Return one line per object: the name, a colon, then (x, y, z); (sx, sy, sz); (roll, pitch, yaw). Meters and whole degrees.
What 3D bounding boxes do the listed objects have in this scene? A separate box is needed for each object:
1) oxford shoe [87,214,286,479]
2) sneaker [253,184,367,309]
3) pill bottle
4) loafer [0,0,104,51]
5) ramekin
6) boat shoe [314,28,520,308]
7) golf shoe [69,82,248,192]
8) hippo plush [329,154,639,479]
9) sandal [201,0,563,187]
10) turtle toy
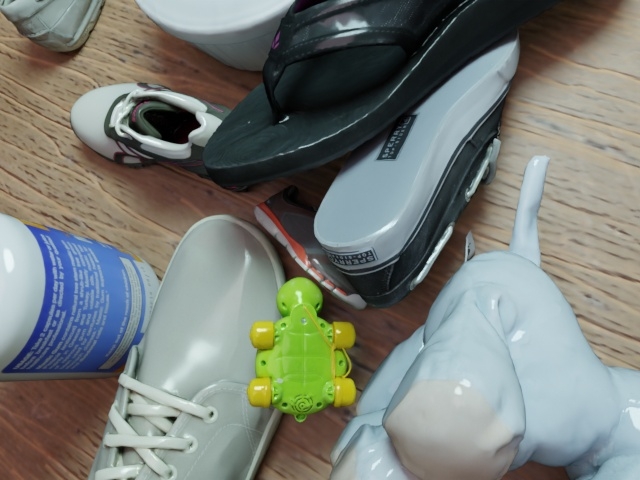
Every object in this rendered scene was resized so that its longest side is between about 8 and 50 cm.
oxford shoe: (-0.140, 0.188, 0.543); (0.169, 0.130, 0.449); (12, 81, 24)
sneaker: (0.000, 0.000, 0.572); (0.065, 0.061, 0.158); (-43, 69, -3)
pill bottle: (-0.287, 0.056, 0.545); (0.152, 0.272, 0.152); (-4, 76, 19)
loafer: (-0.318, -0.408, 0.750); (0.112, 0.111, 0.319); (13, 83, 22)
ramekin: (-0.066, -0.313, 0.630); (0.273, 0.127, 0.273); (-5, 76, 19)
boat shoe: (0.107, -0.077, 0.521); (0.113, 0.105, 0.306); (4, 52, 36)
golf shoe: (-0.189, -0.136, 0.639); (0.273, 0.120, 0.105); (15, 85, 24)
hippo plush: (0.163, 0.146, 0.432); (0.236, 0.234, 0.294); (34, 48, 6)
sandal: (0.069, -0.207, 0.513); (0.445, 0.107, 0.167); (-35, 36, -4)
turtle toy: (-0.018, 0.097, 0.524); (0.095, 0.066, 0.130); (2, 77, -7)
